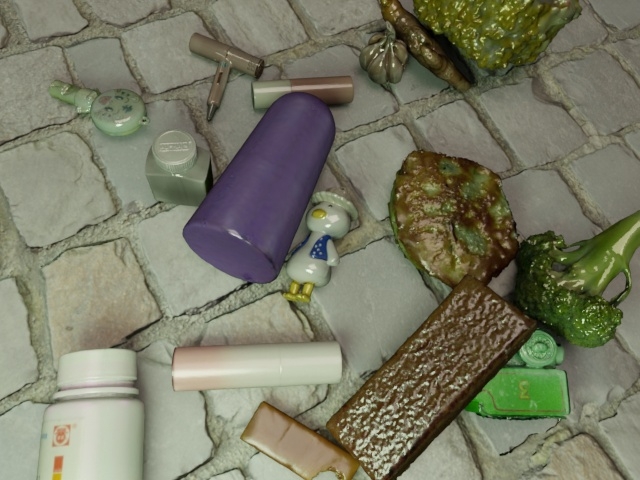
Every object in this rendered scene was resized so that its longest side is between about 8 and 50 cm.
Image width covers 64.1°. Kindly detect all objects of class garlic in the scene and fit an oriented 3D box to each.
[{"bbox_3d":[0.174,-0.484,1.321,0.131,0.194,0.127,39,81,6],"label":"garlic"}]

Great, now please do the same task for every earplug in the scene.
[{"bbox_3d":[-0.103,-0.145,1.132,0.215,0.215,0.456,24,63,2],"label":"earplug"}]

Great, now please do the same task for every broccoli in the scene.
[{"bbox_3d":[0.570,0.082,1.155,0.254,0.186,0.302,16,59,43],"label":"broccoli"}]

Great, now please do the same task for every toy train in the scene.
[{"bbox_3d":[0.391,0.276,1.069,0.243,0.132,0.188,4,74,-5],"label":"toy train"}]

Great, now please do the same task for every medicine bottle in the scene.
[{"bbox_3d":[-0.399,0.347,0.899,0.170,0.170,0.293,-2,69,-9],"label":"medicine bottle"},{"bbox_3d":[-0.305,-0.153,1.108,0.132,0.188,0.088,8,67,-5],"label":"medicine bottle"}]

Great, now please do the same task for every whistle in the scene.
[{"bbox_3d":[-0.521,-0.318,1.216,0.258,0.067,0.126,21,59,5],"label":"whistle"}]

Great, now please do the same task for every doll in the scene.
[{"bbox_3d":[0.000,0.000,1.130,0.138,0.119,0.293,4,60,41],"label":"doll"}]

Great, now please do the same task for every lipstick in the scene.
[{"bbox_3d":[-0.046,-0.377,1.303,0.254,0.070,0.070,-7,69,-11],"label":"lipstick"},{"bbox_3d":[-0.124,0.250,1.023,0.327,0.087,0.087,0,68,-8],"label":"lipstick"}]

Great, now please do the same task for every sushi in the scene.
[{"bbox_3d":[0.477,-0.622,1.348,0.396,0.240,0.351,-27,70,-39],"label":"sushi"}]

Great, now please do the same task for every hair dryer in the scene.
[{"bbox_3d":[-0.277,-0.406,1.301,0.195,0.053,0.220,24,73,3],"label":"hair dryer"}]

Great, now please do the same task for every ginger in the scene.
[{"bbox_3d":[0.270,-0.528,1.381,0.333,0.080,0.166,56,31,10],"label":"ginger"}]

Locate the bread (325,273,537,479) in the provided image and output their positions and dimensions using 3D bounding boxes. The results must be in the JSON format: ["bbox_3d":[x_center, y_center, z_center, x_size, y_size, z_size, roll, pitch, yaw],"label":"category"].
[{"bbox_3d":[0.210,0.262,0.978,0.416,0.113,0.165,-46,65,-1],"label":"bread"}]

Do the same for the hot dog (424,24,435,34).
[{"bbox_3d":[0.334,-0.649,1.492,0.056,0.041,0.133,12,72,6],"label":"hot dog"}]

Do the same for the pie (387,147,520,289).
[{"bbox_3d":[0.307,-0.051,1.203,0.288,0.103,0.354,-10,74,-12],"label":"pie"}]

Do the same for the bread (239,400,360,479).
[{"bbox_3d":[-0.039,0.405,0.993,0.226,0.049,0.088,31,67,4],"label":"bread"}]
